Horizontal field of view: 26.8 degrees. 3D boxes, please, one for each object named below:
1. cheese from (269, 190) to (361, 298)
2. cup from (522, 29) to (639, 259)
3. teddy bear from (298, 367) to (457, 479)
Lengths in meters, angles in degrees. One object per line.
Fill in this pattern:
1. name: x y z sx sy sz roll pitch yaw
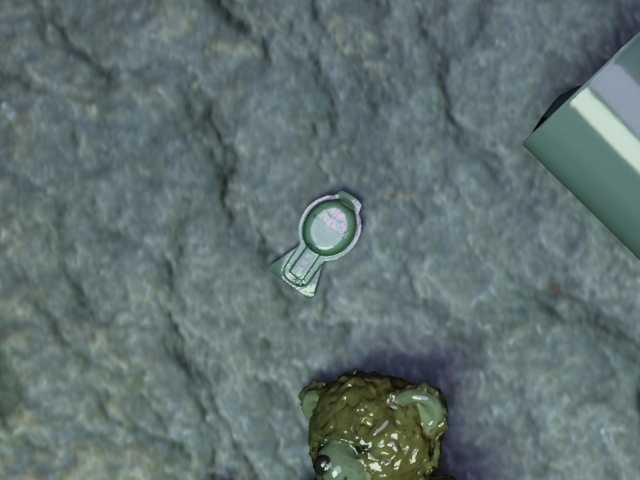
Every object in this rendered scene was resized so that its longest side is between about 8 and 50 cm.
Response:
1. cheese: 0.000 0.000 1.474 0.067 0.026 0.120 36 94 5
2. cup: 0.378 -0.061 1.343 0.205 0.205 0.312 -43 87 5
3. teddy bear: 0.062 0.261 1.408 0.267 0.156 0.256 -8 94 36
